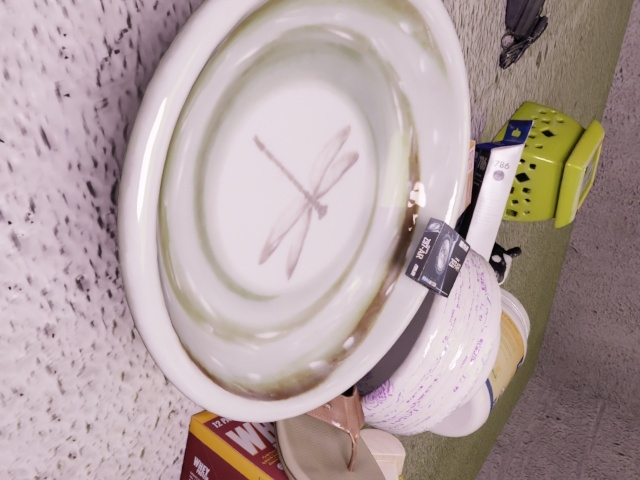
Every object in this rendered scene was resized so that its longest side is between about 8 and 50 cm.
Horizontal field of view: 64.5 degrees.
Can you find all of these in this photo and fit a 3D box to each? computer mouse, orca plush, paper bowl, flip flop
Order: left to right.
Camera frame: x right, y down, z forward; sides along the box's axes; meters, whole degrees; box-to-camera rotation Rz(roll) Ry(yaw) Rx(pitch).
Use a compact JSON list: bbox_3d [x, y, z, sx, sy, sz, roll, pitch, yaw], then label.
[{"bbox_3d":[0.002,0.183,0.596,0.112,0.277,0.080,10,127,-29],"label":"flip flop"},{"bbox_3d":[0.135,0.129,0.718,0.148,0.284,0.284,28,83,-17],"label":"paper bowl"},{"bbox_3d":[0.388,0.008,1.204,0.102,0.151,0.287,56,37,-9],"label":"orca plush"},{"bbox_3d":[0.419,-0.489,0.985,0.188,0.072,0.272,-50,144,-25],"label":"computer mouse"}]

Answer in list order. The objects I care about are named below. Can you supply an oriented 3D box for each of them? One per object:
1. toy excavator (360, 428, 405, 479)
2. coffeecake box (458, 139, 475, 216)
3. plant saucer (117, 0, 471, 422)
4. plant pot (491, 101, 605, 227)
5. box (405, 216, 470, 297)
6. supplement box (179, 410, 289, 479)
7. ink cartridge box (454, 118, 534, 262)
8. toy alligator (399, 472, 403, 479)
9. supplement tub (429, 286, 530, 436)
[{"bbox_3d":[0.025,0.575,0.855,0.445,0.433,0.222,-12,127,-22],"label":"toy excavator"},{"bbox_3d":[0.205,-0.082,0.913,0.185,0.068,0.142,-44,140,-33],"label":"coffeecake box"},{"bbox_3d":[-0.006,-0.042,0.461,0.400,0.100,0.401,-23,123,-42],"label":"plant saucer"},{"bbox_3d":[0.546,-0.176,1.234,0.228,0.207,0.227,-47,142,-32],"label":"plant pot"},{"bbox_3d":[0.129,0.021,0.548,0.083,0.018,0.067,31,84,-50],"label":"box"},{"bbox_3d":[-0.068,0.328,0.639,0.129,0.191,0.194,-6,113,-53],"label":"supplement box"},{"bbox_3d":[0.331,-0.089,1.038,0.165,0.065,0.333,-68,172,-77],"label":"ink cartridge box"},{"bbox_3d":[0.179,0.595,1.299,0.051,0.056,0.190,-97,-179,-56],"label":"toy alligator"},{"bbox_3d":[0.313,0.247,1.119,0.316,0.228,0.228,-31,133,-43],"label":"supplement tub"}]
